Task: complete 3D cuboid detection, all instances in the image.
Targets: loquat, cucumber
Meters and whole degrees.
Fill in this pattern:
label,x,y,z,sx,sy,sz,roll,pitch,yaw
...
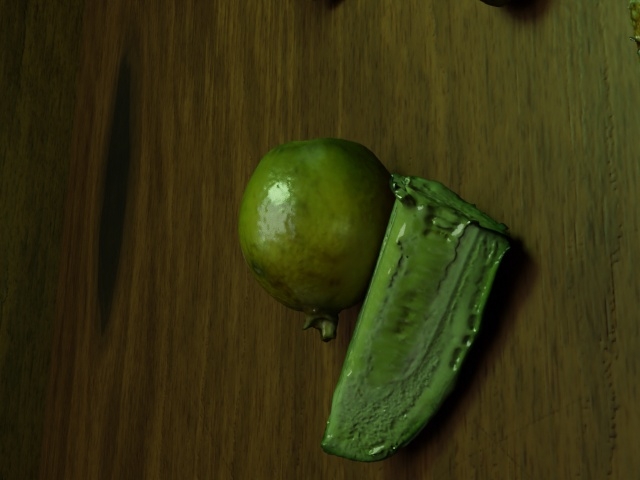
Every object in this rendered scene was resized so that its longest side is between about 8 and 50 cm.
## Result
label,x,y,z,sx,sy,sz,roll,pitch,yaw
loquat,0.000,0.000,0.981,0.213,0.213,0.246,-23,66,56
cucumber,0.095,0.097,0.883,0.105,0.145,0.325,-49,-22,-69

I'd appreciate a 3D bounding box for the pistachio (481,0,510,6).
label,x,y,z,sx,sy,sz,roll,pitch,yaw
pistachio,0.178,-0.336,0.869,0.108,0.126,0.185,-15,60,13

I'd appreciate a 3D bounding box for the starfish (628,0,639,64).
label,x,y,z,sx,sy,sz,roll,pitch,yaw
starfish,0.299,-0.352,0.697,0.347,0.078,0.357,-56,38,41
